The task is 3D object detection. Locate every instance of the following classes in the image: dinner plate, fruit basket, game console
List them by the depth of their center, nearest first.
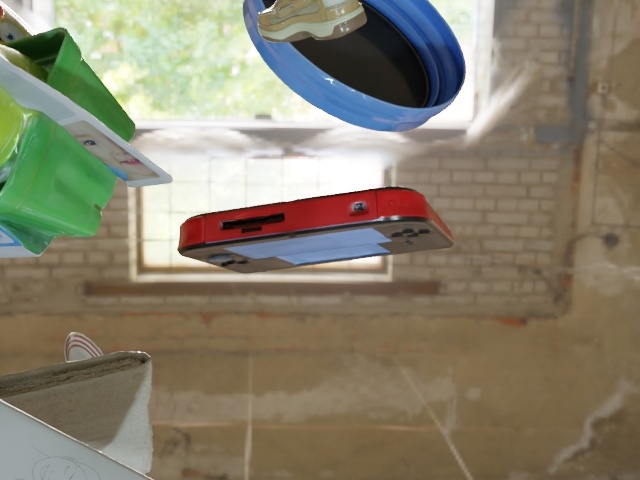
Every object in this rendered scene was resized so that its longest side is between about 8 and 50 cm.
[{"bbox_3d":[-0.338,-0.108,0.742,0.327,0.165,0.353,-2,160,39],"label":"fruit basket"},{"bbox_3d":[-0.341,0.202,1.462,0.017,0.141,0.141,-30,-172,8],"label":"dinner plate"},{"bbox_3d":[0.000,0.000,1.553,0.387,0.060,0.342,-7,166,15],"label":"game console"}]

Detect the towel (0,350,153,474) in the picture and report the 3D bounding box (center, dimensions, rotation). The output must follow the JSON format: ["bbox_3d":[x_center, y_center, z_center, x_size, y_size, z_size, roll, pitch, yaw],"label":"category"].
[{"bbox_3d":[-0.335,0.234,1.160,0.282,0.187,0.049,-10,-144,-22],"label":"towel"}]

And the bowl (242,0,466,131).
[{"bbox_3d":[0.054,-0.332,1.597,0.391,0.077,0.391,19,-135,-20],"label":"bowl"}]

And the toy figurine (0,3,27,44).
[{"bbox_3d":[-0.433,-0.147,1.081,0.217,0.362,0.191,-26,-117,-20],"label":"toy figurine"}]

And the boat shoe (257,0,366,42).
[{"bbox_3d":[-0.019,-0.264,1.087,0.068,0.072,0.190,-37,-155,-25],"label":"boat shoe"}]

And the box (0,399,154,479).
[{"bbox_3d":[-0.314,0.280,0.896,0.345,0.215,0.168,34,143,-21],"label":"box"}]

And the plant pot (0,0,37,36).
[{"bbox_3d":[-0.514,-0.255,1.468,0.257,0.256,0.274,1,157,0],"label":"plant pot"}]
